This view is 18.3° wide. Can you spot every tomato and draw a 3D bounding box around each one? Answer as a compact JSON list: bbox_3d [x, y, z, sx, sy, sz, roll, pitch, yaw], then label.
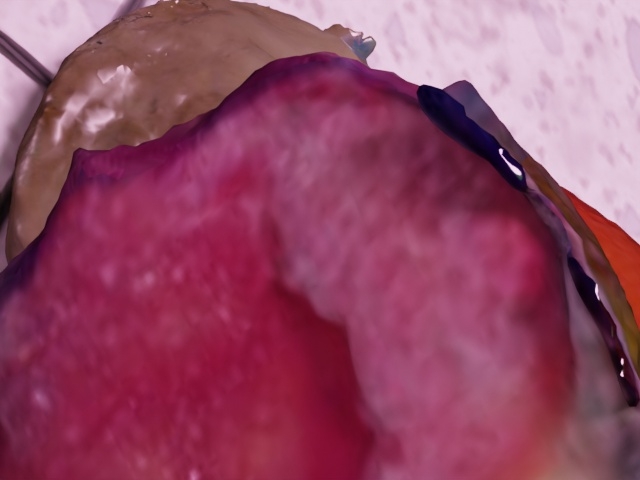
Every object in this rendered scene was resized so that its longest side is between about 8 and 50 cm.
[{"bbox_3d":[0.025,0.126,0.559,0.176,0.290,0.335,3,52,-60],"label":"tomato"}]

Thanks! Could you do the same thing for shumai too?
[{"bbox_3d":[0.000,0.000,0.679,0.201,0.120,0.201,15,66,-38],"label":"shumai"}]
